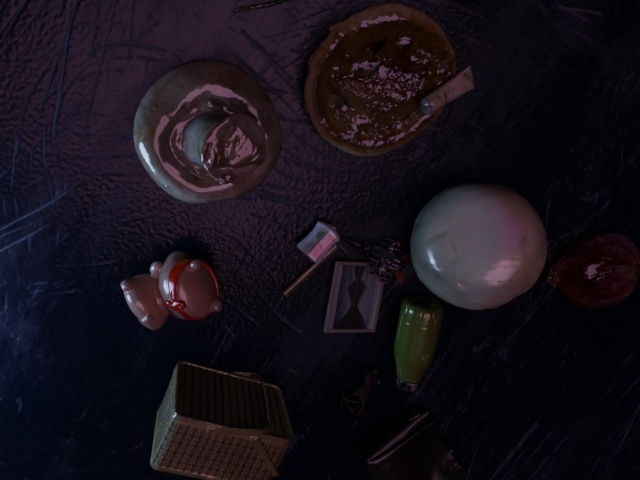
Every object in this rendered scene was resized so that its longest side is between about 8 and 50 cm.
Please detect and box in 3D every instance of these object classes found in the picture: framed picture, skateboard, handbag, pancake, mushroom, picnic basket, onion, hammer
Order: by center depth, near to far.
[{"bbox_3d":[-0.218,-0.205,1.043,0.297,0.290,0.298,-5,109,-13],"label":"mushroom"},{"bbox_3d":[0.131,-0.346,1.173,0.355,0.065,0.356,-5,125,-7],"label":"pancake"},{"bbox_3d":[0.380,0.042,1.275,0.315,0.315,0.356,-16,104,-8],"label":"mushroom"},{"bbox_3d":[-0.232,0.446,1.301,0.312,0.228,0.175,21,105,-19],"label":"picnic basket"},{"bbox_3d":[-0.018,0.074,1.339,0.199,0.013,0.062,-43,113,3],"label":"hammer"},{"bbox_3d":[0.092,0.149,1.384,0.150,0.015,0.203,3,108,-20],"label":"framed picture"},{"bbox_3d":[0.107,0.421,1.469,0.080,0.067,0.151,17,108,-9],"label":"skateboard"},{"bbox_3d":[0.779,0.100,1.490,0.283,0.120,0.227,-10,106,-10],"label":"onion"},{"bbox_3d":[0.274,0.654,1.560,0.257,0.113,0.285,-34,106,-7],"label":"handbag"}]

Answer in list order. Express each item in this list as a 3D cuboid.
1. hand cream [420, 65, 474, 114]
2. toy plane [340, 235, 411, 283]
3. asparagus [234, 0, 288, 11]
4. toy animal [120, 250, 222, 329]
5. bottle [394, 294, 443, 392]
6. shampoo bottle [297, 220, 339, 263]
[{"bbox_3d":[0.287,-0.330,1.181,0.143,0.039,0.061,-33,129,-7],"label":"hand cream"},{"bbox_3d":[0.139,0.032,1.332,0.189,0.061,0.130,29,69,-11],"label":"toy plane"},{"bbox_3d":[-0.105,-0.505,1.118,0.162,0.016,0.016,-18,138,-7],"label":"asparagus"},{"bbox_3d":[-0.332,0.115,1.205,0.197,0.171,0.171,-17,112,0],"label":"toy animal"},{"bbox_3d":[0.255,0.284,1.426,0.112,0.112,0.260,3,108,-15],"label":"bottle"},{"bbox_3d":[0.000,0.000,1.298,0.072,0.043,0.099,42,95,-3],"label":"shampoo bottle"}]
